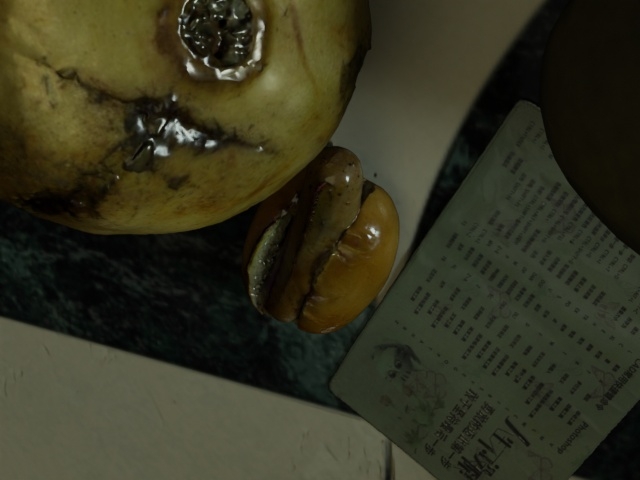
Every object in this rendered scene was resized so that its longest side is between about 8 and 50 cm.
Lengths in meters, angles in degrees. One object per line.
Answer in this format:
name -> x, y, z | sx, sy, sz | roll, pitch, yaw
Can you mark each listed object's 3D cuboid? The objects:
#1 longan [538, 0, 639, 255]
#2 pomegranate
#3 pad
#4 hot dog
longan -> 0.192, -0.061, 0.665 | 0.189, 0.189, 0.189 | 15, 121, 25
pomegranate -> -0.101, -0.129, 0.764 | 0.260, 0.260, 0.260 | 15, 121, 25
pad -> 0.115, 0.058, 0.869 | 0.159, 0.009, 0.265 | 39, 128, 10
hot dog -> 0.002, 0.001, 0.877 | 0.090, 0.060, 0.140 | 38, 125, 3
